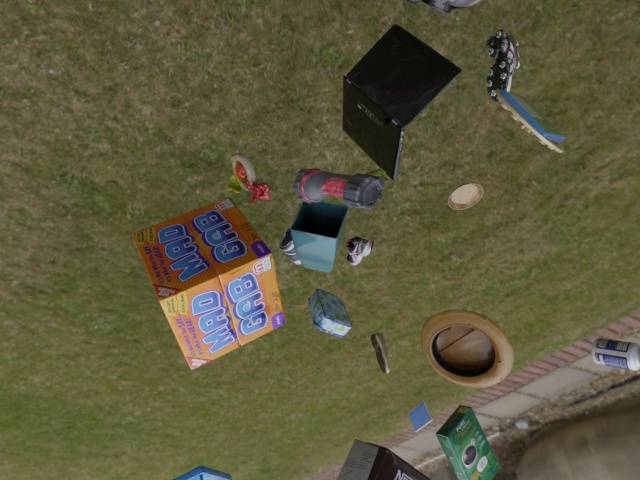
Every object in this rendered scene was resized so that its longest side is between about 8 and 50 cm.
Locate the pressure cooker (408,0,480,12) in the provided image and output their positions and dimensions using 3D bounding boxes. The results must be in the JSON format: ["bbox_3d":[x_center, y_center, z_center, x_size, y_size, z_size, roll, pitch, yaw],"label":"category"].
[{"bbox_3d":[0.369,-0.773,1.073,0.369,0.420,0.376,-6,100,-15],"label":"pressure cooker"}]

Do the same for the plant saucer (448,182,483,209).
[{"bbox_3d":[0.336,-0.106,1.039,0.083,0.015,0.083,-8,141,-6],"label":"plant saucer"}]

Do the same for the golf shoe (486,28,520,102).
[{"bbox_3d":[0.693,-0.644,1.657,0.120,0.273,0.105,6,174,-24],"label":"golf shoe"}]

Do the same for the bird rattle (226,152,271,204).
[{"bbox_3d":[-0.320,-0.264,1.881,0.143,0.253,0.207,-24,119,-18],"label":"bird rattle"}]

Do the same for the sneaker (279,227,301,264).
[{"bbox_3d":[-0.043,-0.018,1.874,0.282,0.099,0.153,-35,129,15],"label":"sneaker"}]

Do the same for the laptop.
[{"bbox_3d":[0.282,-0.526,1.714,0.236,0.382,0.408,-25,146,-17],"label":"laptop"}]

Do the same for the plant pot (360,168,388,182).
[{"bbox_3d":[0.189,-0.212,1.553,0.079,0.083,0.083,-27,135,36],"label":"plant pot"}]

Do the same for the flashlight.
[{"bbox_3d":[0.036,-0.134,1.176,0.103,0.304,0.103,-3,104,-30],"label":"flashlight"}]

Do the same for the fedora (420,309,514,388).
[{"bbox_3d":[0.305,0.212,0.923,0.194,0.079,0.194,16,119,31],"label":"fedora"}]

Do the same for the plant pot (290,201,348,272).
[{"bbox_3d":[0.000,0.000,1.623,0.165,0.166,0.234,12,138,12],"label":"plant pot"}]

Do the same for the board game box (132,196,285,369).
[{"bbox_3d":[-0.374,0.137,1.532,0.356,0.356,0.357,-24,135,-19],"label":"board game box"}]

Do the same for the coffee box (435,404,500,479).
[{"bbox_3d":[0.356,0.506,1.071,0.040,0.113,0.184,-15,106,56],"label":"coffee box"}]

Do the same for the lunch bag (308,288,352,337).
[{"bbox_3d":[0.043,0.326,1.992,0.176,0.219,0.090,25,113,-27],"label":"lunch bag"}]

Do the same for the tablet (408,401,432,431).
[{"bbox_3d":[0.275,0.486,1.228,0.006,0.054,0.083,5,136,-27],"label":"tablet"}]

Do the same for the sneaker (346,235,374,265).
[{"bbox_3d":[0.122,0.025,1.542,0.077,0.072,0.178,30,152,-4],"label":"sneaker"}]

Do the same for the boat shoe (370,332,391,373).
[{"bbox_3d":[0.300,0.523,2.082,0.072,0.190,0.068,-7,159,-23],"label":"boat shoe"}]

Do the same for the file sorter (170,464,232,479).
[{"bbox_3d":[-0.219,0.431,0.662,0.170,0.104,0.118,-25,144,-3],"label":"file sorter"}]

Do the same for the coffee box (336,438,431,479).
[{"bbox_3d":[0.088,0.559,0.832,0.168,0.297,0.119,40,152,-15],"label":"coffee box"}]

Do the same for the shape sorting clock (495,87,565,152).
[{"bbox_3d":[0.474,-0.272,1.014,0.206,0.206,0.040,19,131,-25],"label":"shape sorting clock"}]

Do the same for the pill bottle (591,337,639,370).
[{"bbox_3d":[0.740,0.280,1.089,0.067,0.067,0.120,27,163,-32],"label":"pill bottle"}]
